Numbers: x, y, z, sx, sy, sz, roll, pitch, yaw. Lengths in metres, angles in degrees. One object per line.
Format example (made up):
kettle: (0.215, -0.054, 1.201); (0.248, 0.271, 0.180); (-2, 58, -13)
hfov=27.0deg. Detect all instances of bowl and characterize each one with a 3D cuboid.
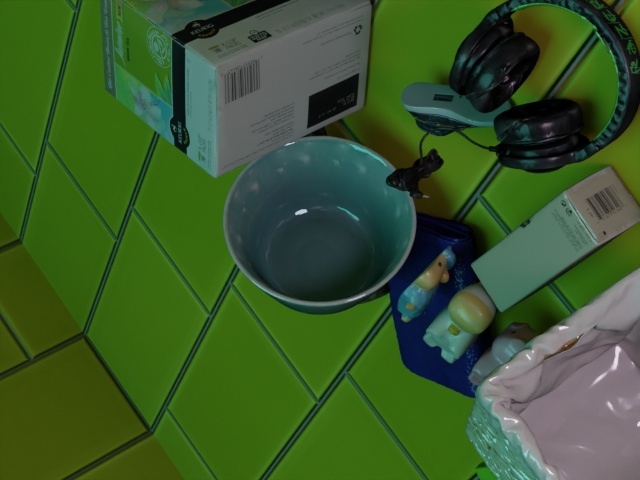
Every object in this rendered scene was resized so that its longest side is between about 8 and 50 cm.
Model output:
bowl: (0.000, 0.000, 2.209); (0.311, 0.311, 0.163); (48, 162, 22)

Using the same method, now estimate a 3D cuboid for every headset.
headset: (0.260, -0.187, 1.867); (0.394, 0.185, 0.243); (-35, 86, 44)

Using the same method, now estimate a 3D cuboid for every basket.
basket: (0.411, 0.266, 1.825); (0.331, 0.328, 0.266); (53, 165, 14)

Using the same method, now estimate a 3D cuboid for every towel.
towel: (0.206, 0.103, 2.281); (0.228, 0.076, 0.308); (20, 127, 51)

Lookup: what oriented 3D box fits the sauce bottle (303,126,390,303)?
sauce bottle: (0.028, -0.057, 2.372); (0.111, 0.111, 0.344); (-10, 105, 57)

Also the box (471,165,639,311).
box: (0.345, 0.002, 1.969); (0.094, 0.113, 0.275); (58, 146, 8)

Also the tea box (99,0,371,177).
tea box: (-0.144, -0.321, 2.212); (0.323, 0.329, 0.220); (37, 140, 34)

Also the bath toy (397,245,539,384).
bath toy: (0.288, 0.170, 2.103); (0.348, 0.129, 0.151); (44, 163, 5)

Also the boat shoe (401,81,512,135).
boat shoe: (0.218, -0.197, 2.055); (0.183, 0.065, 0.083); (14, 160, 30)

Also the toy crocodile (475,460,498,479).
toy crocodile: (0.368, 0.380, 2.238); (0.115, 0.105, 0.340); (60, 152, 5)
